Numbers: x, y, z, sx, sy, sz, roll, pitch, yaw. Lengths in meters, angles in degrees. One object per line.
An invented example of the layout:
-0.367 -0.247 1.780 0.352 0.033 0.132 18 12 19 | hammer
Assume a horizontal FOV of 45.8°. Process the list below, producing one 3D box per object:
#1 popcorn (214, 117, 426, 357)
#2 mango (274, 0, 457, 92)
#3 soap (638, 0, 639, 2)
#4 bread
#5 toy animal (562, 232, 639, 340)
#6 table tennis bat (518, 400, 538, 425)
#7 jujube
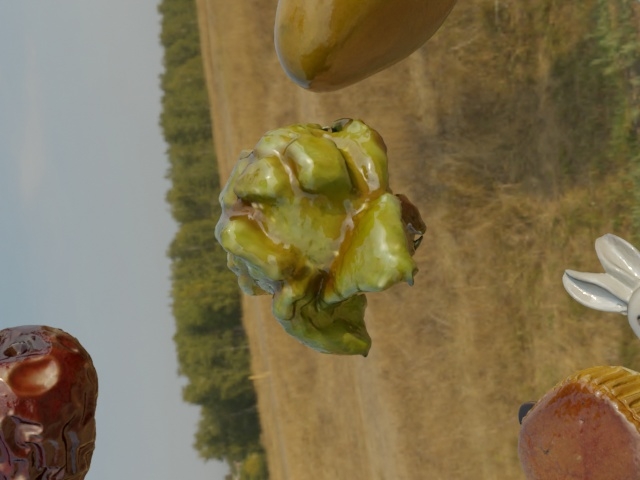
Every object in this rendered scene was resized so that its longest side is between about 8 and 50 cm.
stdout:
-0.006 0.004 1.024 0.321 0.289 0.326 -64 -29 -69 | popcorn
0.079 -0.408 1.231 0.446 0.232 0.300 -48 -18 -33 | mango
0.569 -0.480 1.042 0.115 0.208 0.347 -110 25 -47 | soap
0.316 0.243 0.859 0.199 0.104 0.199 13 105 57 | bread
0.425 0.079 0.981 0.104 0.220 0.130 -62 -20 14 | toy animal
0.432 0.414 1.509 0.170 0.119 0.108 43 141 29 | table tennis bat
-0.345 0.215 0.905 0.155 0.155 0.230 -110 26 -59 | jujube
